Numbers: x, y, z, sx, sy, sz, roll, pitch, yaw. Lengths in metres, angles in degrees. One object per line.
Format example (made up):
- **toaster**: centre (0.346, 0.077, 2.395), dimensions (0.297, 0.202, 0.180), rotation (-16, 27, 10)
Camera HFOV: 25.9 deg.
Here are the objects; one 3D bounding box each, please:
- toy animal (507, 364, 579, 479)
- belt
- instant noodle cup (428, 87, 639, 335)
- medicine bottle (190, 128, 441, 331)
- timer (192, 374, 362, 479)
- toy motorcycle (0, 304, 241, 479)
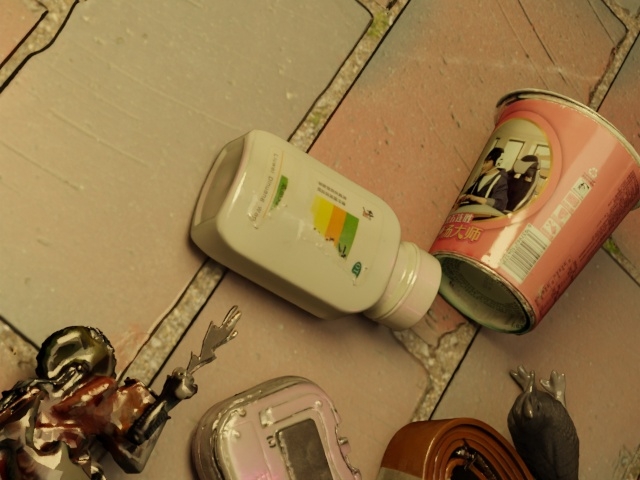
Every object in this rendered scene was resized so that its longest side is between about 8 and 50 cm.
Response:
- **toy animal**: centre (0.290, 0.254, 1.783), dimensions (0.206, 0.081, 0.367), rotation (-91, 162, -46)
- **belt**: centre (0.178, 0.343, 1.701), dimensions (0.184, 0.105, 0.261), rotation (-40, 104, -36)
- **instant noodle cup**: centre (0.263, -0.025, 1.790), dimensions (0.244, 0.244, 0.255), rotation (43, 68, -18)
- **medicine bottle**: centre (0.000, 0.000, 1.661), dimensions (0.296, 0.111, 0.161), rotation (32, 63, -25)
- **timer**: centre (-0.044, 0.266, 1.594), dimensions (0.190, 0.069, 0.209), rotation (-20, 89, -38)
- **toy motorcycle**: centre (-0.239, 0.199, 1.441), dimensions (0.207, 0.134, 0.401), rotation (51, 59, -13)
